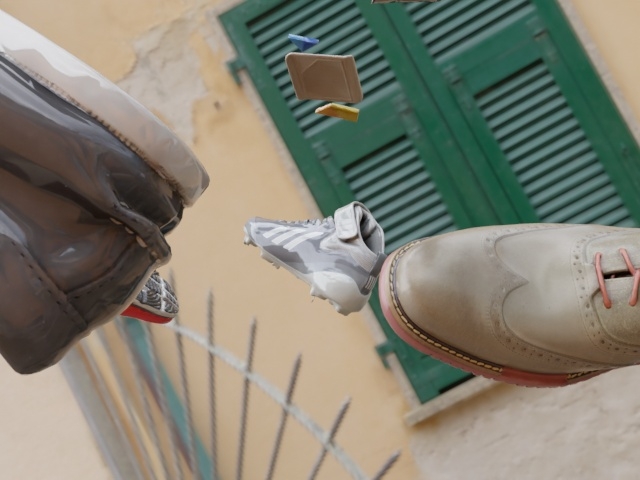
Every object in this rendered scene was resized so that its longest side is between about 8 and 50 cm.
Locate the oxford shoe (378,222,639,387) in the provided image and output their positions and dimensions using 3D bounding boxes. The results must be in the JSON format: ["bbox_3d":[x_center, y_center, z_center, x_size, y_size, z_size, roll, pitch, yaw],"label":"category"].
[{"bbox_3d":[0.216,0.026,0.677,0.348,0.123,0.130,2,-27,-14],"label":"oxford shoe"}]

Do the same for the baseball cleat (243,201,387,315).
[{"bbox_3d":[0.000,0.000,1.020,0.072,0.206,0.109,30,-87,-44],"label":"baseball cleat"}]

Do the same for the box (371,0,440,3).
[{"bbox_3d":[0.077,-0.369,0.722,0.073,0.294,0.295,-2,-11,-6],"label":"box"}]

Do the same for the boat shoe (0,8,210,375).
[{"bbox_3d":[-0.198,-0.070,0.373,0.096,0.335,0.112,-55,-18,-14],"label":"boat shoe"}]

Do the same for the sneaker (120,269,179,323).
[{"bbox_3d":[-0.345,0.075,1.433,0.118,0.279,0.107,-62,22,27],"label":"sneaker"}]

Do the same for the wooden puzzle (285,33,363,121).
[{"bbox_3d":[0.005,-0.171,1.034,0.078,0.014,0.116,8,-33,12],"label":"wooden puzzle"}]
